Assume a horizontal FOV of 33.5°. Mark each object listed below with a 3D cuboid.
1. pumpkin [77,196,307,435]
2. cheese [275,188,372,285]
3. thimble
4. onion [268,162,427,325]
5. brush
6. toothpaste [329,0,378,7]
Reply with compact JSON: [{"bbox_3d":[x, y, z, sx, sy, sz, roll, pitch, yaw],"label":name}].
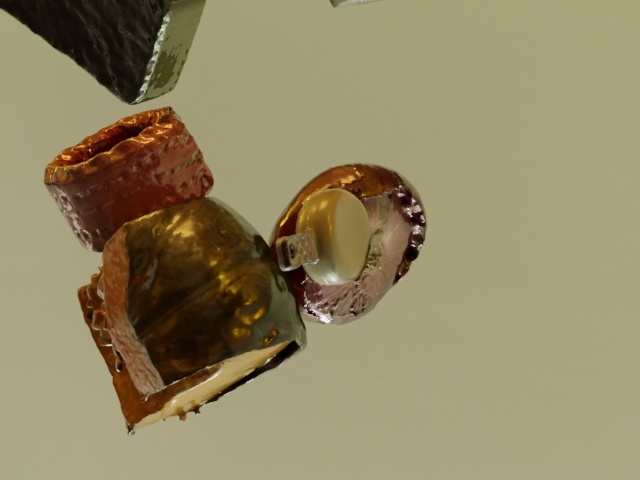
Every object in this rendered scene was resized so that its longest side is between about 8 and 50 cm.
[{"bbox_3d":[-0.159,0.090,1.322,0.303,0.256,0.225,-38,-104,56],"label":"pumpkin"},{"bbox_3d":[0.002,0.006,1.066,0.047,0.171,0.092,-9,-67,27],"label":"cheese"},{"bbox_3d":[-0.244,-0.079,1.345,0.163,0.189,0.125,32,-32,63],"label":"thimble"},{"bbox_3d":[0.032,0.001,1.456,0.161,0.248,0.248,22,-56,54],"label":"onion"},{"bbox_3d":[-0.197,-0.214,0.903,0.197,0.059,0.123,37,-53,10],"label":"brush"},{"bbox_3d":[0.104,-0.332,1.337,0.043,0.194,0.067,145,-74,-72],"label":"toothpaste"}]
